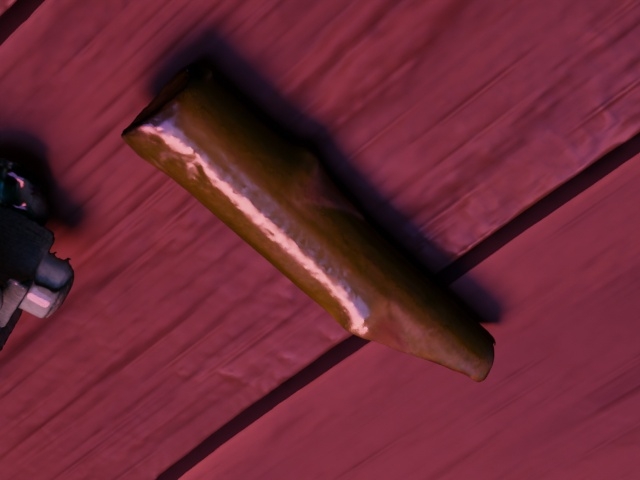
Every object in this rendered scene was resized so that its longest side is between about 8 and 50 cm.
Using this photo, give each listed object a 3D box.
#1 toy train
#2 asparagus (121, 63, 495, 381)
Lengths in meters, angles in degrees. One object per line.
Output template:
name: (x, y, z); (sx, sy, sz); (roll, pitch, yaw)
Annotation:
toy train: (-0.186, -0.008, 0.572); (0.172, 0.070, 0.099); (31, 134, -11)
asparagus: (0.000, 0.000, 0.561); (0.178, 0.041, 0.045); (41, 76, -19)
